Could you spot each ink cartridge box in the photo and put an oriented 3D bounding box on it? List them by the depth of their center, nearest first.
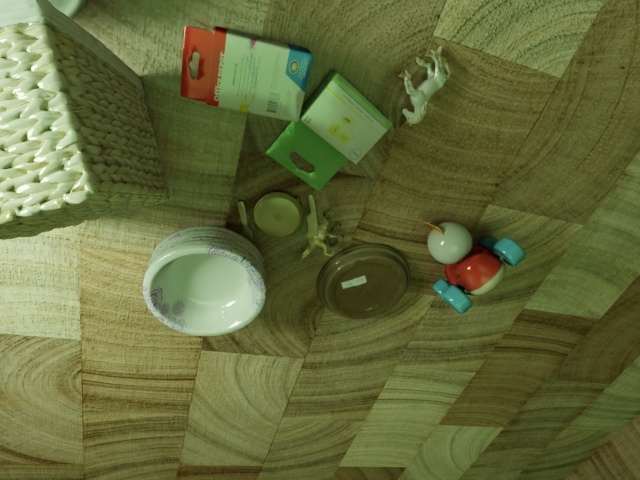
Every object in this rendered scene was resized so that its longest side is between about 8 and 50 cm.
[{"bbox_3d":[-0.144,-0.325,0.785,0.231,0.078,0.134,8,122,-15],"label":"ink cartridge box"},{"bbox_3d":[0.016,-0.226,0.897,0.171,0.056,0.235,33,111,-28],"label":"ink cartridge box"}]

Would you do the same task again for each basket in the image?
[{"bbox_3d":[-0.468,-0.154,0.651,0.329,0.331,0.266,-15,96,-1],"label":"basket"}]

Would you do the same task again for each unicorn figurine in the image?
[{"bbox_3d":[0.215,-0.321,0.860,0.162,0.060,0.111,-36,122,15],"label":"unicorn figurine"}]

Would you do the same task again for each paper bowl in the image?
[{"bbox_3d":[-0.277,0.090,1.003,0.285,0.148,0.284,-5,125,-7],"label":"paper bowl"}]

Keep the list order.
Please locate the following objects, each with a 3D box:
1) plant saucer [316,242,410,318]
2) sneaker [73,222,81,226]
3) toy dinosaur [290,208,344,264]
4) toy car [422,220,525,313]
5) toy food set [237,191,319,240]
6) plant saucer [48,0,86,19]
[{"bbox_3d":[0.128,0.131,1.167,0.278,0.041,0.277,-4,125,-6],"label":"plant saucer"},{"bbox_3d":[-0.517,-0.081,0.868,0.253,0.111,0.102,-13,125,-1],"label":"sneaker"},{"bbox_3d":[0.000,0.000,1.059,0.093,0.053,0.183,29,108,-9],"label":"toy dinosaur"},{"bbox_3d":[0.358,0.026,1.079,0.219,0.210,0.238,-44,92,4],"label":"toy car"},{"bbox_3d":[-0.103,-0.061,1.004,0.192,0.038,0.132,-4,118,2],"label":"toy food set"},{"bbox_3d":[-0.493,-0.477,0.516,0.401,0.100,0.400,11,130,14],"label":"plant saucer"}]
